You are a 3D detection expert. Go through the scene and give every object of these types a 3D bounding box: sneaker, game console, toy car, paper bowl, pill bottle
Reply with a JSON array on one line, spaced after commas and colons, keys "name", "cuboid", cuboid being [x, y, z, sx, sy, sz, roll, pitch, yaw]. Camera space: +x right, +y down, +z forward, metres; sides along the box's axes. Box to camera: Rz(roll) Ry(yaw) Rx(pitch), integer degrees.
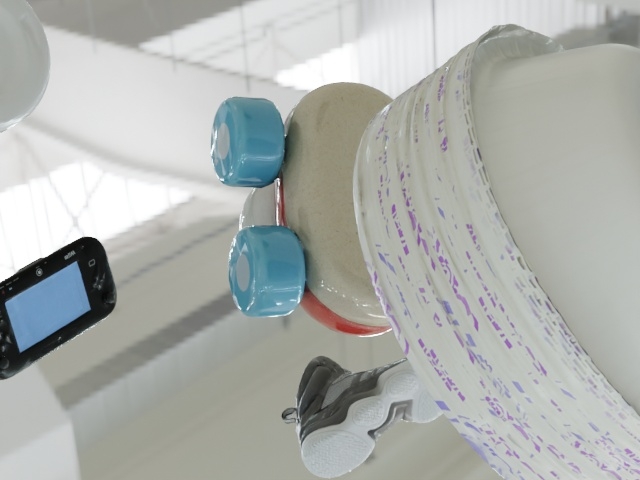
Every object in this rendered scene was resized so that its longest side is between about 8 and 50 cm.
[{"name": "sneaker", "cuboid": [0.069, 0.192, 1.912, 0.269, 0.101, 0.153, -34, -144, -6]}, {"name": "game console", "cuboid": [-0.358, 0.092, 1.543, 0.044, 0.213, 0.361, 15, -147, 34]}, {"name": "toy car", "cuboid": [0.000, 0.000, 1.229, 0.219, 0.210, 0.238, -1, 160, -24]}, {"name": "paper bowl", "cuboid": [0.165, 0.005, 0.811, 0.148, 0.284, 0.284, -35, -169, 31]}, {"name": "pill bottle", "cuboid": [-0.274, -0.104, 0.966, 0.108, 0.108, 0.193, -29, -170, -41]}]
